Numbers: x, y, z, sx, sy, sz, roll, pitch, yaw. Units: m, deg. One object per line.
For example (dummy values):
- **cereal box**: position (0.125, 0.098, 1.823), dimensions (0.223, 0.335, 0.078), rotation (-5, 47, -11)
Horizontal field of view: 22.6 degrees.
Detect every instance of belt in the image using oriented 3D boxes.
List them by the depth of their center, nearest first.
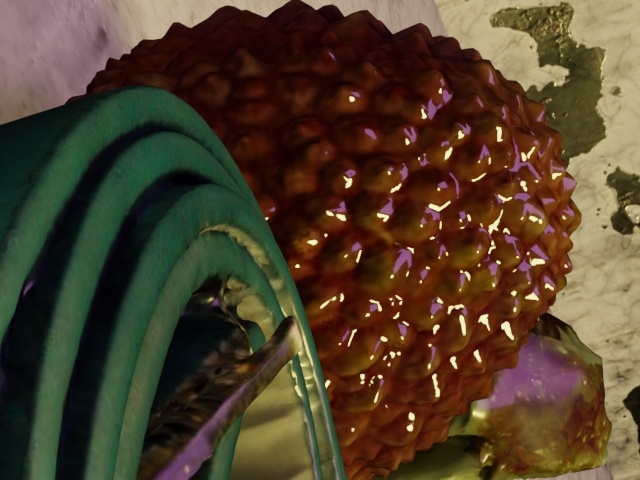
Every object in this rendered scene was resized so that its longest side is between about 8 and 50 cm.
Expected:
- **belt**: position (-0.082, 0.125, 0.478), dimensions (0.436, 0.173, 0.300), rotation (-75, 147, -65)

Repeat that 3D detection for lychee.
- **lychee**: position (0.000, 0.000, 0.775), dimensions (0.271, 0.271, 0.271), rotation (-18, 90, -76)

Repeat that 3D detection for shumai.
- **shumai**: position (0.063, 0.081, 1.009), dimensions (0.261, 0.222, 0.225), rotation (-99, 162, -48)
